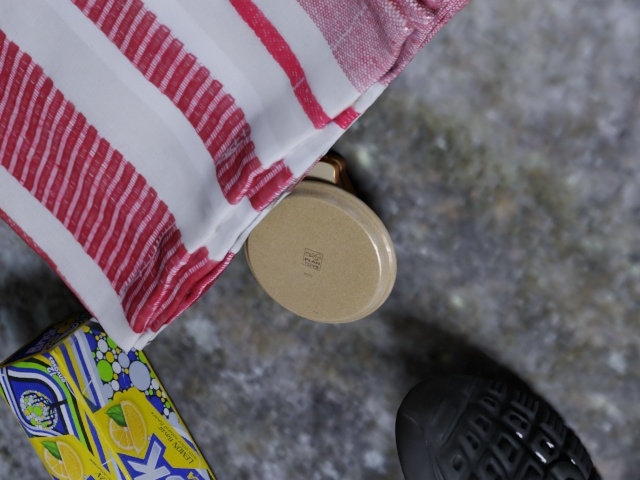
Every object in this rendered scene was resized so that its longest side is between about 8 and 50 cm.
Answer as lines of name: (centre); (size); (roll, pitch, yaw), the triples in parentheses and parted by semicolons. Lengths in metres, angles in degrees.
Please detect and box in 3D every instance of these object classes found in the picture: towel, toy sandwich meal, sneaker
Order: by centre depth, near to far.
towel: (-0.103, -0.095, 0.578); (0.237, 0.037, 0.329); (46, 141, 0)
toy sandwich meal: (0.000, 0.000, 0.633); (0.086, 0.029, 0.085); (11, 122, 17)
sneaker: (0.091, 0.198, 0.646); (0.130, 0.109, 0.286); (-15, 105, 38)

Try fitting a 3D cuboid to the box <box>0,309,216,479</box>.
box: (-0.105, 0.123, 0.726); (0.054, 0.059, 0.169); (-20, 104, 35)
